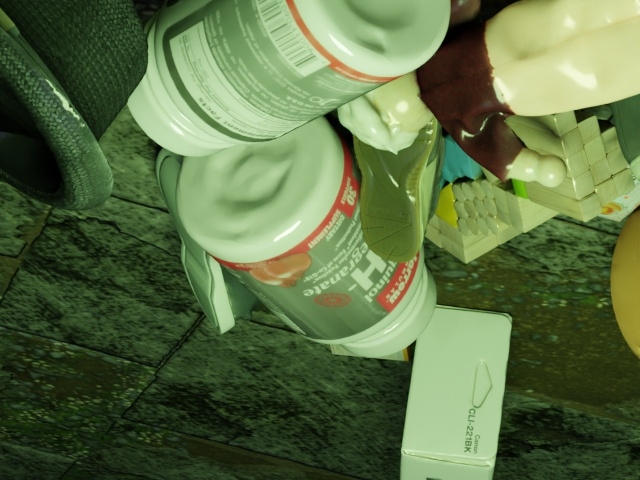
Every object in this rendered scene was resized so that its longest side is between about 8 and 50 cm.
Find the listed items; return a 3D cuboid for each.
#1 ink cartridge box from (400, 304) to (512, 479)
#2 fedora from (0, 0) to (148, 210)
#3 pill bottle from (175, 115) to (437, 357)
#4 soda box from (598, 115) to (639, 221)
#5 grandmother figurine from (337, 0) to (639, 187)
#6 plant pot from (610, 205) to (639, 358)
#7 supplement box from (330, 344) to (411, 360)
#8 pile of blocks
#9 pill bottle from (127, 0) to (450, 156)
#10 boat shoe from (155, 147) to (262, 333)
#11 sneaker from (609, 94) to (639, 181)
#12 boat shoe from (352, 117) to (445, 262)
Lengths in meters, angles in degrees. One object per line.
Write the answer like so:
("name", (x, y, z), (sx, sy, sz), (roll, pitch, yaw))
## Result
("ink cartridge box", (0.163, 0.221, 2.402), (0.114, 0.197, 0.273), (7, 155, 4))
("fedora", (-0.261, -0.185, 1.640), (0.334, 0.152, 0.334), (38, 158, 18))
("pill bottle", (0.000, 0.000, 2.001), (0.176, 0.176, 0.318), (-4, 153, 26))
("soda box", (0.297, -0.083, 1.851), (0.058, 0.063, 0.183), (15, 155, -12))
("grandmother figurine", (0.159, -0.143, 1.654), (0.342, 0.208, 0.104), (-12, 180, 34))
("plant pot", (0.413, 0.038, 1.857), (0.291, 0.291, 0.203), (22, 170, -26))
("supplement box", (0.061, 0.117, 2.404), (0.098, 0.036, 0.062), (5, 156, 8))
("pile of blocks", (0.194, -0.083, 1.866), (0.112, 0.149, 0.362), (-29, -179, -22))
("pill bottle", (-0.038, -0.174, 1.650), (0.161, 0.161, 0.283), (24, 152, -30))
("boat shoe", (-0.105, -0.017, 2.111), (0.091, 0.114, 0.302), (-29, 152, -14))
("sneaker", (0.351, -0.147, 1.686), (0.222, 0.118, 0.083), (-22, 168, 0))
("boat shoe", (0.078, -0.087, 1.860), (0.080, 0.073, 0.224), (12, 125, 16))
